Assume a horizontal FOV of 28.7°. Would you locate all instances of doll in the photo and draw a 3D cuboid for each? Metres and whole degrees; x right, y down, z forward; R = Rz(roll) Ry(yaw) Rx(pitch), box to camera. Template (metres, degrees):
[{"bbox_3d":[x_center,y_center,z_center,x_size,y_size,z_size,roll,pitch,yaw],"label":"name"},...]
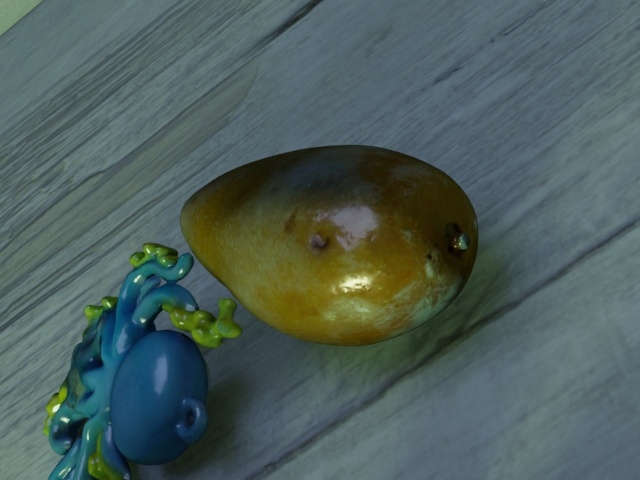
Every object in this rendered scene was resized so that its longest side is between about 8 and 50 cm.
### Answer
[{"bbox_3d":[-0.209,0.174,1.413,0.341,0.099,0.346,19,89,60],"label":"doll"}]

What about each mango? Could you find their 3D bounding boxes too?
[{"bbox_3d":[0.000,0.000,1.295,0.384,0.199,0.221,7,45,44],"label":"mango"}]
